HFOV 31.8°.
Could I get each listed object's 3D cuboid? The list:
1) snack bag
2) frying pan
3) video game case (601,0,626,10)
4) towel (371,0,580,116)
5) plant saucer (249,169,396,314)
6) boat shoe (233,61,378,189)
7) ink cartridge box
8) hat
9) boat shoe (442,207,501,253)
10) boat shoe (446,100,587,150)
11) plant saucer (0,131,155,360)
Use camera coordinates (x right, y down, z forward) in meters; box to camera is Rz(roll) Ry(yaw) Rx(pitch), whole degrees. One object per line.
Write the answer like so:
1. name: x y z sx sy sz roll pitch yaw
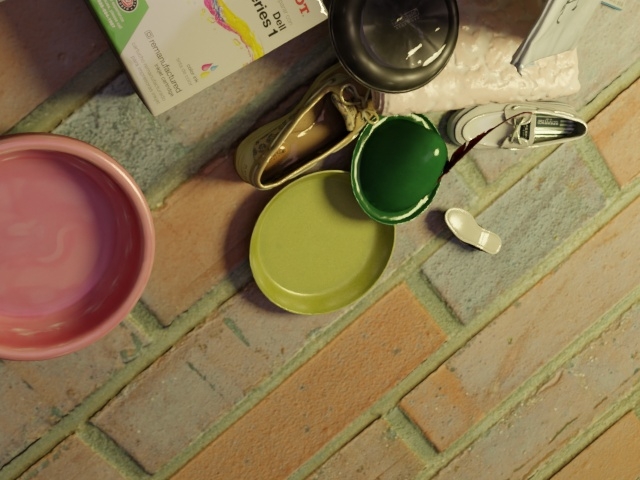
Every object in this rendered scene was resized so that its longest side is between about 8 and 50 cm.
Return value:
1. snack bag: 0.366 -0.386 1.473 0.037 0.323 0.342 32 114 14
2. frying pan: 0.105 -0.363 1.531 0.197 0.053 0.326 -5 100 -20
3. video game case: 0.454 -0.453 1.740 0.119 0.015 0.166 15 106 -26
4. towel: 0.221 -0.350 1.623 0.332 0.053 0.317 -8 99 -19
5. plant saucer: 0.000 0.000 1.743 0.241 0.037 0.241 -9 115 -19
6. boat shoe: 0.006 -0.168 1.640 0.285 0.089 0.104 -41 119 -5
7. ink cartridge box: -0.158 -0.327 1.493 0.278 0.117 0.201 -31 120 -7
8. hat: 0.168 -0.114 1.656 0.173 0.183 0.208 14 91 -33
9. boat shoe: 0.240 -0.016 1.830 0.125 0.038 0.046 27 81 -30
10. boat shoe: 0.313 -0.183 1.765 0.226 0.076 0.083 -10 115 -17
11. plant saucer: -0.400 0.004 1.561 0.332 0.084 0.332 -8 114 -19
